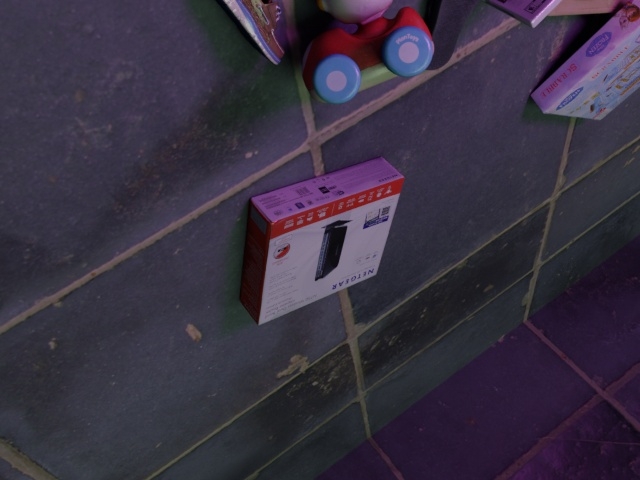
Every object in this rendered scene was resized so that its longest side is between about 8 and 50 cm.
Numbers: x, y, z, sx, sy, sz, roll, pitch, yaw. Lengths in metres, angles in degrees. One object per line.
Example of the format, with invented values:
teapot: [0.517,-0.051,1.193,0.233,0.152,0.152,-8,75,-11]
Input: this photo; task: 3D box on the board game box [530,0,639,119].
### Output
board game box: [0.721,-0.429,1.668,0.318,0.065,0.318,-5,149,-44]

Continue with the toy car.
toy car: [0.047,-0.354,1.063,0.210,0.219,0.237,-20,104,7]

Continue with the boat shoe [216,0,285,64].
boat shoe: [-0.092,-0.331,1.003,0.066,0.066,0.183,-45,147,1]

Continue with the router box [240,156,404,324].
router box: [0.000,0.000,1.464,0.336,0.082,0.301,-21,141,-30]

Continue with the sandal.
sandal: [0.234,-0.430,1.258,0.097,0.054,0.254,-10,145,-30]

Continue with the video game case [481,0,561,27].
video game case: [0.389,-0.486,1.234,0.190,0.173,0.022,-45,141,3]

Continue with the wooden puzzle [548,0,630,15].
wooden puzzle: [0.603,-0.626,1.397,0.348,0.080,0.322,-12,136,-32]
